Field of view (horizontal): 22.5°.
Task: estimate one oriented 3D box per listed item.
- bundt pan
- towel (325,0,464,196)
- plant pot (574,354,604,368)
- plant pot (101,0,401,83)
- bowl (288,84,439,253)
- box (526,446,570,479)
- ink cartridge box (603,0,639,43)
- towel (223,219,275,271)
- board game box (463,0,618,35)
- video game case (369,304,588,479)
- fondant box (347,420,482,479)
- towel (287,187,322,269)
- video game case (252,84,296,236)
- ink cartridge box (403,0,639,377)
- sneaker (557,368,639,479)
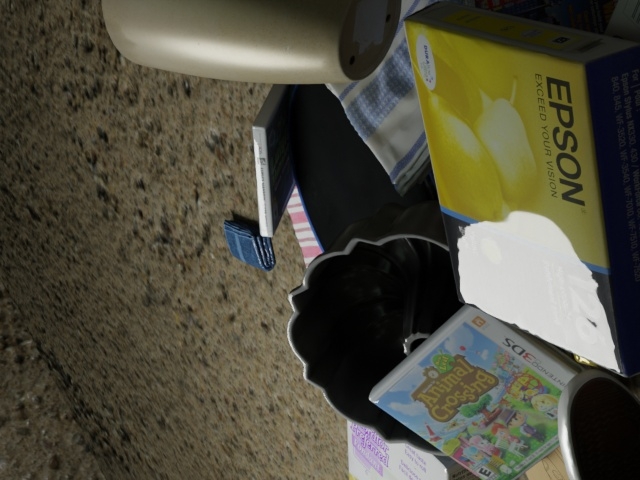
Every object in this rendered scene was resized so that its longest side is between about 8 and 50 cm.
[{"bbox_3d":[0.133,0.087,1.828,0.331,0.124,0.331,10,130,12],"label":"bundt pan"},{"bbox_3d":[0.080,-0.218,1.821,0.209,0.034,0.285,-52,56,32],"label":"towel"},{"bbox_3d":[0.305,0.093,1.675,0.081,0.083,0.081,13,122,62],"label":"plant pot"},{"bbox_3d":[-0.057,-0.279,1.794,0.274,0.256,0.256,22,133,27],"label":"plant pot"},{"bbox_3d":[0.083,-0.062,2.002,0.391,0.077,0.391,44,146,41],"label":"bowl"},{"bbox_3d":[0.283,0.253,1.924,0.164,0.021,0.201,-19,94,66],"label":"box"},{"bbox_3d":[0.368,-0.138,1.276,0.270,0.151,0.395,54,151,26],"label":"ink cartridge box"},{"bbox_3d":[-0.113,0.008,2.507,0.119,0.029,0.067,21,130,57],"label":"towel"},{"bbox_3d":[0.236,-0.214,1.503,0.194,0.060,0.194,-13,76,24],"label":"board game box"},{"bbox_3d":[0.187,0.172,1.779,0.193,0.023,0.212,36,131,-9],"label":"video game case"},{"bbox_3d":[0.137,0.346,2.206,0.238,0.096,0.330,42,144,44],"label":"fondant box"},{"bbox_3d":[0.000,0.000,2.274,0.144,0.029,0.197,-1,109,64],"label":"towel"},{"bbox_3d":[-0.051,-0.128,2.129,0.022,0.190,0.173,6,127,13],"label":"video game case"},{"bbox_3d":[0.214,-0.038,1.389,0.307,0.072,0.303,25,135,51],"label":"ink cartridge box"},{"bbox_3d":[0.303,0.247,1.732,0.123,0.106,0.290,34,154,58],"label":"sneaker"}]
